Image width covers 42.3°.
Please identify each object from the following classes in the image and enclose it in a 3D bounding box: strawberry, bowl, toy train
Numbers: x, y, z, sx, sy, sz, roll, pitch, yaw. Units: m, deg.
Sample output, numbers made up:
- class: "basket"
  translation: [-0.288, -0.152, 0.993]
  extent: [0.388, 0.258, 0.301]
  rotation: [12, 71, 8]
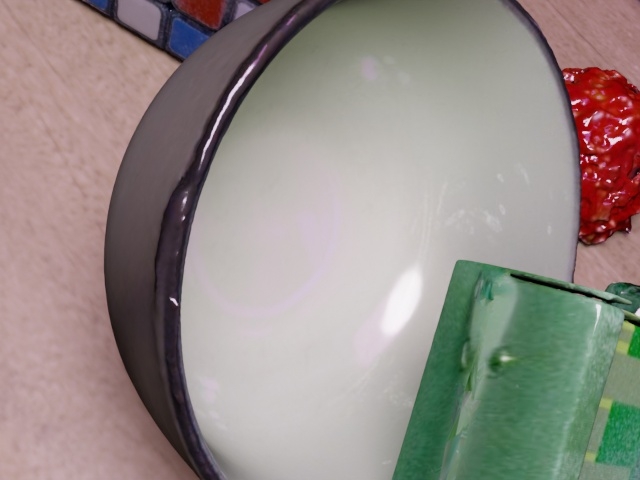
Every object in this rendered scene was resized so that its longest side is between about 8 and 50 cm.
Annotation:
- class: "strawberry"
  translation: [0.221, -0.103, 0.765]
  extent: [0.237, 0.111, 0.190]
  rotation: [5, 62, -14]
- class: "bowl"
  translation: [0.000, 0.000, 0.551]
  extent: [0.185, 0.353, 0.354]
  rotation: [14, 42, 45]
- class: "toy train"
  translation: [0.137, 0.162, 0.506]
  extent: [0.202, 0.120, 0.300]
  rotation: [19, 87, -38]

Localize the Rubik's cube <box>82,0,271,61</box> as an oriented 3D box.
- class: "Rubik's cube"
  translation: [-0.069, -0.347, 0.709]
  extent: [0.287, 0.293, 0.292]
  rotation: [31, 54, 2]
